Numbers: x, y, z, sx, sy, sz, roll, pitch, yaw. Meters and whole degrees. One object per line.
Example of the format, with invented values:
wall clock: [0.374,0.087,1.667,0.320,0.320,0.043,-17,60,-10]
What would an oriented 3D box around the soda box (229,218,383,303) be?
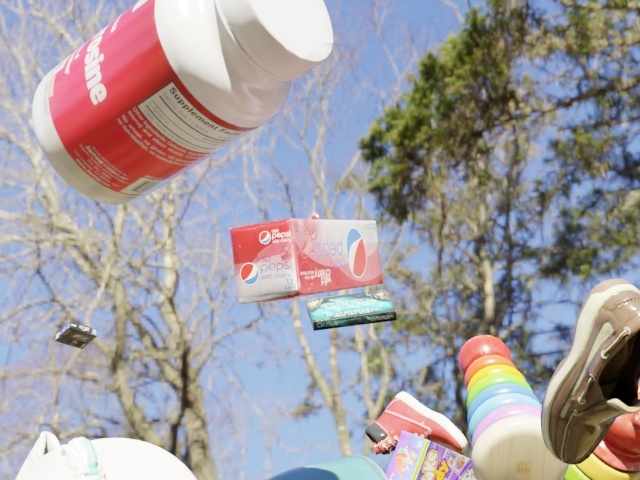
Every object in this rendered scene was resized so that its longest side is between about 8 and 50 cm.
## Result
soda box: [-0.010,0.021,1.177,0.083,0.092,0.263,-8,-2,24]

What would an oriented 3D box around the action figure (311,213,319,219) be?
action figure: [0.000,0.000,1.621,0.030,0.115,0.038,-20,-36,6]

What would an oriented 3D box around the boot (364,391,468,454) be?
boot: [0.235,0.505,2.385,0.244,0.176,0.088,26,-33,40]

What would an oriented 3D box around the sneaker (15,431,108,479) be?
sneaker: [-0.211,0.225,0.837,0.212,0.094,0.080,8,-8,45]

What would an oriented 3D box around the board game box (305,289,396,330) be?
board game box: [0.066,0.154,2.113,0.186,0.126,0.026,-7,-70,-7]

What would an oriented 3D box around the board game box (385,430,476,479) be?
board game box: [0.209,0.601,1.970,0.233,0.347,0.078,29,-13,-35]

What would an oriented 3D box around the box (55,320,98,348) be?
box: [-0.539,0.210,2.095,0.067,0.018,0.083,23,-38,-29]

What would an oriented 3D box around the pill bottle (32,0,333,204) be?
pill bottle: [-0.190,-0.226,1.303,0.407,0.229,0.229,-27,-45,33]

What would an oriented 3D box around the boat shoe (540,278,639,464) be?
boat shoe: [0.331,0.176,1.116,0.095,0.095,0.258,-7,-58,-21]

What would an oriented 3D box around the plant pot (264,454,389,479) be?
plant pot: [-0.035,0.510,1.611,0.255,0.272,0.272,4,-36,-28]

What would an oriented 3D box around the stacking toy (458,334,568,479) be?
stacking toy: [0.282,0.257,1.488,0.141,0.330,0.141,0,-68,-1]

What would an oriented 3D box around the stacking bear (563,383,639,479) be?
stacking bear: [0.504,0.384,1.662,0.164,0.175,0.289,26,-59,8]

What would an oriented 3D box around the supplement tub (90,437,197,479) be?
supplement tub: [-0.263,0.413,1.116,0.207,0.207,0.338,12,-55,-16]
